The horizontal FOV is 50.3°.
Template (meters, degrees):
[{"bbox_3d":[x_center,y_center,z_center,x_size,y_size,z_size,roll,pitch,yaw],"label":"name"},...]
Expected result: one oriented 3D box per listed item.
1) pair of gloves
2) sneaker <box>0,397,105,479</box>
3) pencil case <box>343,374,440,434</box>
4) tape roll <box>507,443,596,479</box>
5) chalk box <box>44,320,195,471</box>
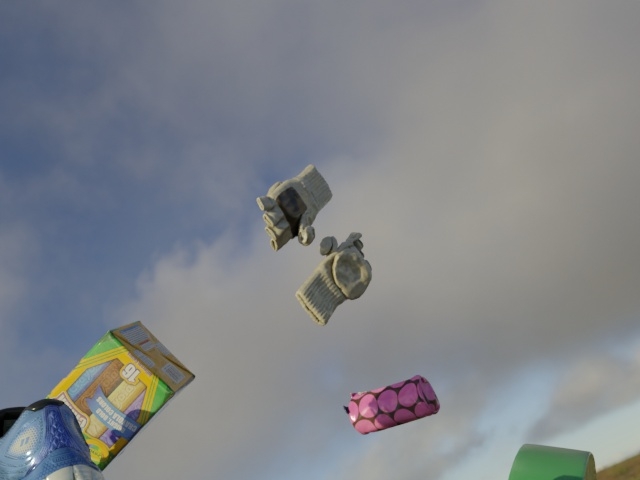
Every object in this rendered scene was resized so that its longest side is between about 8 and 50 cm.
[{"bbox_3d":[0.000,0.000,1.141,0.042,0.240,0.204,-25,7,40],"label":"pair of gloves"},{"bbox_3d":[-0.358,0.284,0.837,0.130,0.147,0.330,1,-31,-42],"label":"sneaker"},{"bbox_3d":[0.161,0.367,1.532,0.209,0.098,0.095,-24,-31,28],"label":"pencil case"},{"bbox_3d":[0.256,0.393,0.752,0.077,0.321,0.321,0,-15,27],"label":"tape roll"},{"bbox_3d":[-0.315,0.243,1.007,0.213,0.132,0.132,-46,-2,2],"label":"chalk box"}]
